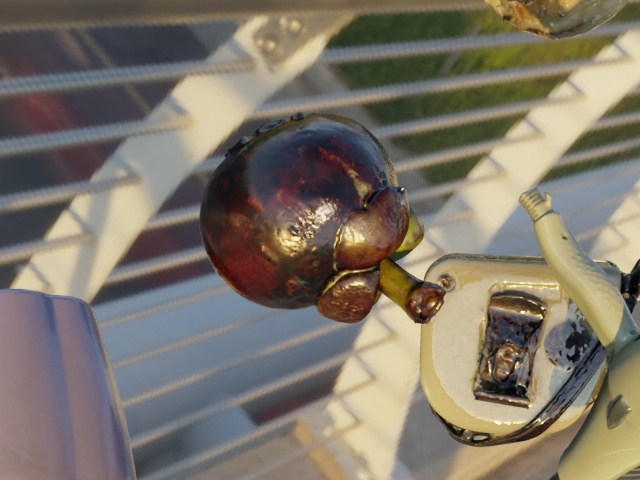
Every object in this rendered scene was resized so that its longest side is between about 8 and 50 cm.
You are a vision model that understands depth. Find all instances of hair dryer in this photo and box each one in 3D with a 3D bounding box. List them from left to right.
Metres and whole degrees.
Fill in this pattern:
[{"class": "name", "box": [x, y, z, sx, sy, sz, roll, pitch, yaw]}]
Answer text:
[{"class": "hair dryer", "box": [0.285, 0.135, 1.423, 0.119, 0.296, 0.298, -17, 43, -28]}]

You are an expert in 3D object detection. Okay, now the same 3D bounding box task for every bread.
[{"class": "bread", "box": [0.339, -0.444, 1.974, 0.305, 0.305, 0.159, 47, 46, 15]}]

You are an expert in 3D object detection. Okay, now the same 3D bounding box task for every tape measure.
[{"class": "tape measure", "box": [0.254, 0.133, 1.642, 0.271, 0.231, 0.133, 1, 5, 5]}]

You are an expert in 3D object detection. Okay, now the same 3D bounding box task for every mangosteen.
[{"class": "mangosteen", "box": [-0.006, -0.008, 1.083, 0.184, 0.172, 0.172, 60, 27, -21]}]

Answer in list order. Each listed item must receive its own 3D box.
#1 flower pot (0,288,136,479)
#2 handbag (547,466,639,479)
[{"class": "flower pot", "box": [-0.309, 0.185, 1.383, 0.265, 0.265, 0.243, 10, 68, -35]}, {"class": "handbag", "box": [0.374, 0.398, 1.729, 0.240, 0.341, 0.247, 18, 46, -19]}]
